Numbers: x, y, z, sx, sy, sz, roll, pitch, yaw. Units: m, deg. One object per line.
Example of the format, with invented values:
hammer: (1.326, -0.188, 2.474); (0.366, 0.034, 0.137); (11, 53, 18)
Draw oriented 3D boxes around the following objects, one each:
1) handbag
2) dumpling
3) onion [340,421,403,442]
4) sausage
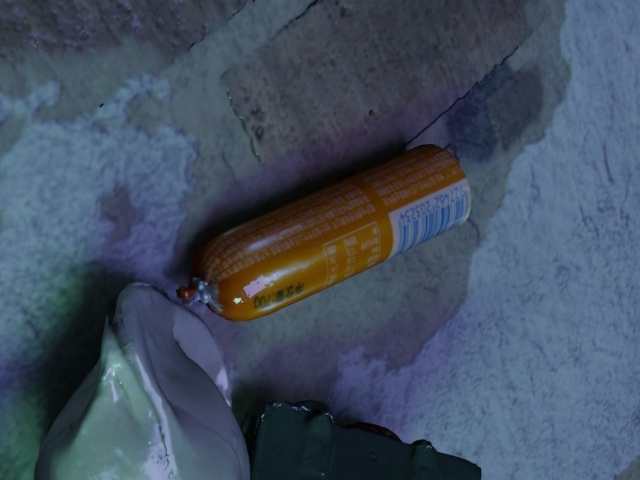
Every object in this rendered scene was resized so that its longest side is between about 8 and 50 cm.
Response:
handbag: (0.030, 0.296, 1.313); (0.248, 0.079, 0.260); (18, 58, -13)
dumpling: (-0.143, 0.199, 1.221); (0.341, 0.181, 0.260); (67, 21, -12)
onion: (0.052, 0.274, 1.440); (0.150, 0.140, 0.150); (-17, 118, -37)
sausage: (0.000, 0.000, 1.293); (0.312, 0.093, 0.093); (-25, 126, -32)
